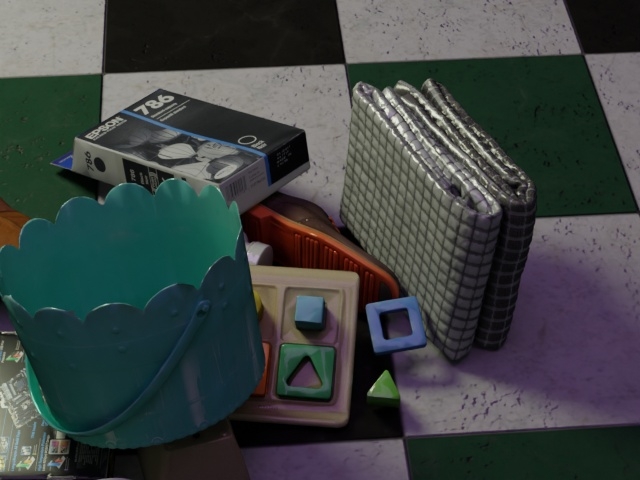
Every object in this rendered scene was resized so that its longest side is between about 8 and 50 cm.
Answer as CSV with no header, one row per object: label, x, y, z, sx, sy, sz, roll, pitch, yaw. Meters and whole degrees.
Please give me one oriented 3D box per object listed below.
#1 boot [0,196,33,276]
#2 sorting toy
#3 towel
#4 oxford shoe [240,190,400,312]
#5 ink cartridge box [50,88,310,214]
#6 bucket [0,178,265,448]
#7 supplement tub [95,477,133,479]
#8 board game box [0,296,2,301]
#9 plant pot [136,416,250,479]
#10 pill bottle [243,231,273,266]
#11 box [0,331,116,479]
boot,-0.400,0.033,1.737,0.280,0.096,0.264,26,27,13
sorting toy,-0.053,0.113,1.701,0.348,0.047,0.196,3,66,4
towel,0.140,-0.034,1.771,0.121,0.235,0.283,-17,47,-23
oxford shoe,0.000,0.000,1.835,0.271,0.096,0.098,30,43,27
ink cartridge box,-0.190,-0.120,1.921,0.333,0.065,0.165,17,39,36
bucket,-0.193,0.077,1.560,0.281,0.183,0.281,-10,27,5
supplement tub,-0.190,0.342,1.425,0.144,0.144,0.199,-13,44,-15
board game box,-0.533,0.089,1.704,0.208,0.056,0.347,14,31,17
plant pot,-0.136,0.222,1.590,0.109,0.096,0.109,-12,45,-13
pill bottle,-0.144,0.017,1.817,0.160,0.087,0.087,15,45,15
box,-0.312,0.194,1.651,0.175,0.051,0.220,-1,43,-1
